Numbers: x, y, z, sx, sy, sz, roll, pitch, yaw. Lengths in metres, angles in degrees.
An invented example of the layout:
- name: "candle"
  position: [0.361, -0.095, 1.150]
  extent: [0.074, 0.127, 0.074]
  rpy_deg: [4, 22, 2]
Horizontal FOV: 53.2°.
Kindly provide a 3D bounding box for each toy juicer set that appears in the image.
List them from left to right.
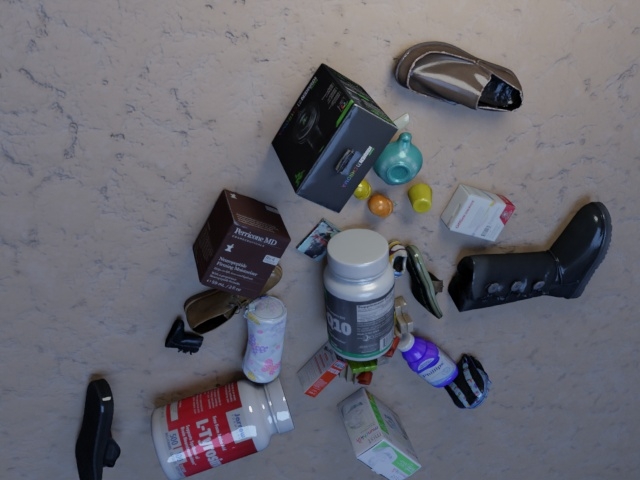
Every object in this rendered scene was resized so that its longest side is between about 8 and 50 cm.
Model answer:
- name: "toy juicer set"
  position: [0.170, -0.196, 1.710]
  extent: [0.209, 0.089, 0.329]
  rpy_deg: [-13, 133, 13]

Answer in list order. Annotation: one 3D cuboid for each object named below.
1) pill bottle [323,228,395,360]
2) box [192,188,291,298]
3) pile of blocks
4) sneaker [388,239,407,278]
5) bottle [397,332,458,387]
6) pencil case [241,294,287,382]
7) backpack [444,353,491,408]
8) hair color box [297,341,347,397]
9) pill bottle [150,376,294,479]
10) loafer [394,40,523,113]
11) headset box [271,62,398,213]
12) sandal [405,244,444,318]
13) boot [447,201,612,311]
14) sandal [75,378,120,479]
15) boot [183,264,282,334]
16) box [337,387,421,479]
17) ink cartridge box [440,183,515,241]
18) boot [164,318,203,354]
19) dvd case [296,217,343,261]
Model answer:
- name: "pill bottle"
  position: [0.113, 0.158, 1.853]
  extent: [0.204, 0.204, 0.361]
  rpy_deg: [-12, 126, -10]
- name: "box"
  position: [-0.210, 0.011, 1.663]
  extent: [0.169, 0.167, 0.203]
  rpy_deg: [19, 116, -29]
- name: "pile of blocks"
  position: [0.175, 0.346, 2.064]
  extent: [0.149, 0.112, 0.362]
  rpy_deg: [16, 117, -28]
- name: "sneaker"
  position: [0.208, 0.094, 1.915]
  extent: [0.070, 0.084, 0.185]
  rpy_deg: [2, 123, -20]
- name: "bottle"
  position: [0.355, 0.400, 2.175]
  extent: [0.118, 0.092, 0.283]
  rpy_deg: [-39, 127, 12]
- name: "pencil case"
  position: [-0.169, 0.299, 1.914]
  extent: [0.124, 0.113, 0.273]
  rpy_deg: [-8, 127, -20]
- name: "backpack"
  position: [0.529, 0.517, 2.265]
  extent: [0.117, 0.173, 0.158]
  rpy_deg: [33, 108, -34]
- name: "hair color box"
  position: [0.005, 0.416, 2.068]
  extent: [0.053, 0.093, 0.167]
  rpy_deg: [29, 111, -34]
- name: "pill bottle"
  position: [-0.298, 0.571, 1.990]
  extent: [0.408, 0.229, 0.229]
  rpy_deg: [-18, 128, -6]
- name: "loafer"
  position: [0.363, -0.399, 1.590]
  extent: [0.366, 0.130, 0.133]
  rpy_deg: [4, 122, -21]
- name: "headset box"
  position: [0.026, -0.237, 1.496]
  extent: [0.131, 0.283, 0.246]
  rpy_deg: [22, 115, -31]
- name: "sandal"
  position: [0.335, 0.129, 1.969]
  extent: [0.086, 0.120, 0.302]
  rpy_deg: [-32, 129, -13]
- name: "boot"
  position: [0.652, 0.052, 2.013]
  extent: [0.445, 0.146, 0.367]
  rpy_deg: [-2, 123, -12]
- name: "sandal"
  position: [-0.660, 0.610, 1.947]
  extent: [0.107, 0.167, 0.445]
  rpy_deg: [-4, 127, -38]
- name: "boot"
  position: [-0.236, 0.169, 1.801]
  extent: [0.305, 0.115, 0.112]
  rpy_deg: [-28, 126, 1]
- name: "box"
  position: [0.202, 0.686, 2.239]
  extent: [0.127, 0.231, 0.262]
  rpy_deg: [-38, 126, 10]
- name: "ink cartridge box"
  position: [0.462, -0.082, 1.884]
  extent: [0.175, 0.072, 0.127]
  rpy_deg: [13, 119, -26]
- name: "boot"
  position: [-0.391, 0.283, 1.871]
  extent: [0.099, 0.045, 0.121]
  rpy_deg: [16, 124, -25]
- name: "dvd case"
  position: [0.000, 0.000, 1.824]
  extent: [0.087, 0.013, 0.119]
  rpy_deg: [33, 108, -34]
